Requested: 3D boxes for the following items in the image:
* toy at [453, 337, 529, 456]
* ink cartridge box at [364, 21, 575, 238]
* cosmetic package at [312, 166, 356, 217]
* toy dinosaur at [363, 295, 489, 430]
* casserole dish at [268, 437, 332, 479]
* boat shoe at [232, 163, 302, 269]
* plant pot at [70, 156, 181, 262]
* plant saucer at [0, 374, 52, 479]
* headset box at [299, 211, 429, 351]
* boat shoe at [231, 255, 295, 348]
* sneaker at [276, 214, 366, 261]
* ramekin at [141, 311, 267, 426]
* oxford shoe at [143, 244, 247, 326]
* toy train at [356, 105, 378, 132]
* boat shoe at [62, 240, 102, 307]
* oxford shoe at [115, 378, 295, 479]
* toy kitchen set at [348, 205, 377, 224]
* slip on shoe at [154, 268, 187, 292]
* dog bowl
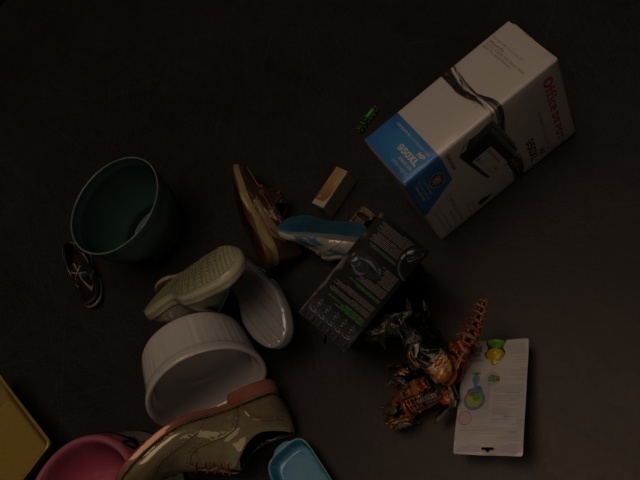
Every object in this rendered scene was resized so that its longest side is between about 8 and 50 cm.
[{"bbox_3d":[0.346,0.313,1.380,0.136,0.056,0.237,-9,55,33],"label":"toy"},{"bbox_3d":[0.335,-0.230,1.524,0.395,0.285,0.166,-40,55,5],"label":"ink cartridge box"},{"bbox_3d":[0.035,-0.122,1.769,0.041,0.060,0.115,28,79,36],"label":"cosmetic package"},{"bbox_3d":[0.226,0.241,1.433,0.322,0.164,0.218,-41,61,-1],"label":"toy dinosaur"},{"bbox_3d":[-0.035,0.514,1.492,0.114,0.037,0.188,-42,53,3],"label":"casserole dish"},{"bbox_3d":[-0.140,-0.075,1.819,0.123,0.123,0.342,-15,50,-15],"label":"boat shoe"},{"bbox_3d":[-0.512,-0.057,1.940,0.293,0.196,0.293,-13,60,23],"label":"plant pot"},{"bbox_3d":[-0.875,0.587,1.873,0.332,0.081,0.333,33,83,35],"label":"plant saucer"},{"bbox_3d":[0.085,0.102,1.495,0.131,0.246,0.283,40,86,6],"label":"headset box"},{"bbox_3d":[-0.135,0.136,1.686,0.121,0.119,0.335,-47,48,12],"label":"boat shoe"},{"bbox_3d":[0.000,0.000,1.680,0.228,0.092,0.087,10,37,20],"label":"sneaker"},{"bbox_3d":[-0.273,0.292,1.594,0.277,0.277,0.135,-37,47,7],"label":"ramekin"},{"bbox_3d":[-0.280,0.130,1.670,0.449,0.130,0.169,-30,20,50],"label":"oxford shoe"},{"bbox_3d":[0.124,-0.322,1.846,0.017,0.023,0.083,33,84,36],"label":"toy train"},{"bbox_3d":[-0.701,0.098,2.035,0.084,0.079,0.233,-34,56,7],"label":"boat shoe"},{"bbox_3d":[-0.243,0.449,1.510,0.397,0.140,0.146,-27,62,-15],"label":"oxford shoe"},{"bbox_3d":[0.104,-0.032,1.684,0.068,0.083,0.075,35,83,-6],"label":"toy kitchen set"},{"bbox_3d":[-0.385,0.118,1.876,0.135,0.051,0.041,-21,54,8],"label":"slip on shoe"},{"bbox_3d":[-0.511,0.633,1.613,0.407,0.150,0.408,-13,60,22],"label":"dog bowl"}]
